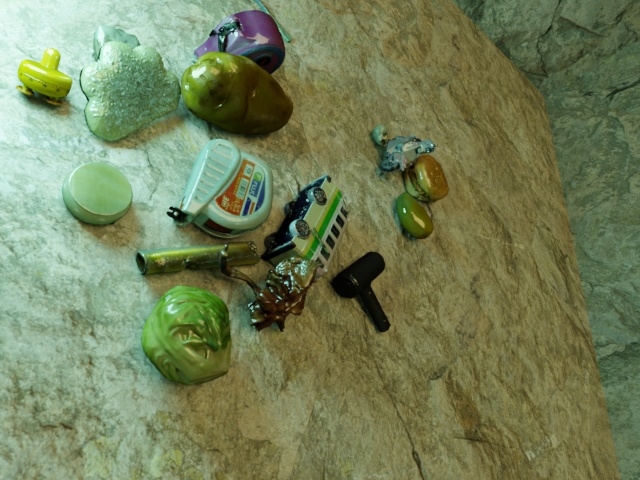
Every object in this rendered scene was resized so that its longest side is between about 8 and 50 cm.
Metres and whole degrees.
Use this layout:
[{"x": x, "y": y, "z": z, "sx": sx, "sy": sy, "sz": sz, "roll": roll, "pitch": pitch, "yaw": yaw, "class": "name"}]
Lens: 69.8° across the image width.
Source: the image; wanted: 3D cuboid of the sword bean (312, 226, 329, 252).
[{"x": 0.000, "y": 0.000, "z": 1.255, "sx": 0.012, "sy": 0.012, "sz": 0.083, "roll": -44, "pitch": 108, "yaw": -44, "class": "sword bean"}]

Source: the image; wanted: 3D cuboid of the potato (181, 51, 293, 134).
[{"x": -0.229, "y": -0.412, "z": 1.321, "sx": 0.369, "sy": 0.176, "sz": 0.196, "roll": 11, "pitch": 86, "yaw": -48, "class": "potato"}]

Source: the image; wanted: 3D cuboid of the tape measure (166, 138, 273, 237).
[{"x": -0.251, "y": -0.123, "z": 1.211, "sx": 0.246, "sy": 0.125, "sz": 0.243, "roll": 27, "pitch": 61, "yaw": -27, "class": "tape measure"}]

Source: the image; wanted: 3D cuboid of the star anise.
[{"x": -0.129, "y": 0.111, "z": 1.162, "sx": 0.346, "sy": 0.148, "sz": 0.237, "roll": 35, "pitch": 93, "yaw": -41, "class": "star anise"}]

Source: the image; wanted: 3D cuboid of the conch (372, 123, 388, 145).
[{"x": 0.237, "y": -0.419, "z": 1.833, "sx": 0.076, "sy": 0.056, "sz": 0.085, "roll": 47, "pitch": 61, "yaw": -46, "class": "conch"}]

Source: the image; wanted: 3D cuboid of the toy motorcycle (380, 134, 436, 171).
[{"x": 0.348, "y": -0.349, "z": 1.789, "sx": 0.108, "sy": 0.204, "sz": 0.239, "roll": 58, "pitch": 36, "yaw": -49, "class": "toy motorcycle"}]

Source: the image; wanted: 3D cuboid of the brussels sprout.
[{"x": -0.282, "y": 0.205, "z": 1.008, "sx": 0.223, "sy": 0.161, "sz": 0.223, "roll": 47, "pitch": 33, "yaw": -45, "class": "brussels sprout"}]

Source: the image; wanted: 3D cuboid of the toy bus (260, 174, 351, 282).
[{"x": -0.023, "y": -0.033, "z": 1.355, "sx": 0.179, "sy": 0.143, "sz": 0.305, "roll": 44, "pitch": 47, "yaw": -21, "class": "toy bus"}]

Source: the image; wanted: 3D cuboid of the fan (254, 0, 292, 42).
[{"x": -0.173, "y": -0.809, "z": 1.684, "sx": 0.193, "sy": 0.016, "sz": 0.038, "roll": 47, "pitch": 44, "yaw": -15, "class": "fan"}]

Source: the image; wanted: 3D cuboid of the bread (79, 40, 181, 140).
[{"x": -0.468, "y": -0.380, "z": 1.126, "sx": 0.286, "sy": 0.056, "sz": 0.207, "roll": -52, "pitch": 137, "yaw": -38, "class": "bread"}]

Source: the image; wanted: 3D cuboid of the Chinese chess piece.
[{"x": -0.498, "y": -0.105, "z": 1.029, "sx": 0.144, "sy": 0.058, "sz": 0.144, "roll": 19, "pitch": 57, "yaw": -33, "class": "Chinese chess piece"}]

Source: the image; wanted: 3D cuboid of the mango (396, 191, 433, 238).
[{"x": 0.356, "y": -0.094, "z": 1.757, "sx": 0.130, "sy": 0.092, "sz": 0.195, "roll": -12, "pitch": 74, "yaw": -43, "class": "mango"}]

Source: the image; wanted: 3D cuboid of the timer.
[{"x": -0.608, "y": -0.371, "z": 1.020, "sx": 0.107, "sy": 0.109, "sz": 0.107, "roll": 26, "pitch": 14, "yaw": -7, "class": "timer"}]

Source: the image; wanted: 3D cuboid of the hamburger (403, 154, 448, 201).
[{"x": 0.437, "y": -0.252, "z": 1.900, "sx": 0.213, "sy": 0.108, "sz": 0.214, "roll": 24, "pitch": 54, "yaw": -37, "class": "hamburger"}]

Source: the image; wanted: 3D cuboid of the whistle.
[{"x": -0.290, "y": 0.039, "z": 1.142, "sx": 0.326, "sy": 0.057, "sz": 0.068, "roll": -5, "pitch": 74, "yaw": -43, "class": "whistle"}]

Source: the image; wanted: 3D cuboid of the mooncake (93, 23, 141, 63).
[{"x": -0.512, "y": -0.468, "z": 1.177, "sx": 0.130, "sy": 0.073, "sz": 0.125, "roll": -3, "pitch": 76, "yaw": -47, "class": "mooncake"}]

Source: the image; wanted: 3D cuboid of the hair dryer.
[{"x": 0.158, "y": 0.180, "z": 1.472, "sx": 0.197, "sy": 0.089, "sz": 0.251, "roll": -34, "pitch": 103, "yaw": -47, "class": "hair dryer"}]

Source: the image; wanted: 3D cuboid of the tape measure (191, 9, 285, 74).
[{"x": -0.233, "y": -0.576, "z": 1.371, "sx": 0.245, "sy": 0.231, "sz": 0.149, "roll": -14, "pitch": 79, "yaw": -48, "class": "tape measure"}]
